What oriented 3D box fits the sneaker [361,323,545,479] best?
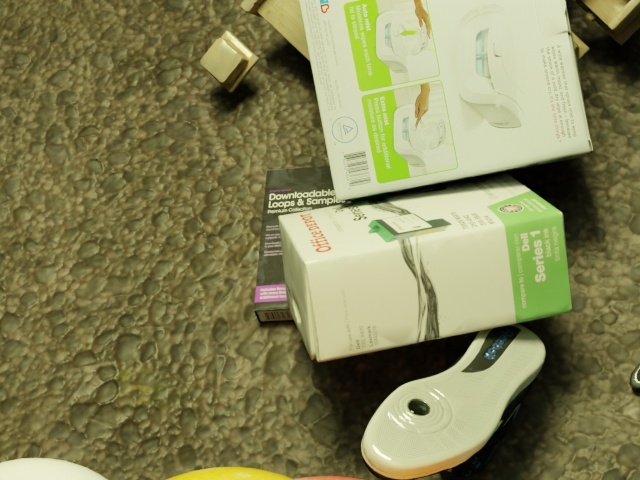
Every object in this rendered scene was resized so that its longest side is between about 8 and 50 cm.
[{"bbox_3d":[0.103,0.162,1.114,0.079,0.121,0.217,35,41,24],"label":"sneaker"}]

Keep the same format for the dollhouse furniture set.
[{"bbox_3d":[0.113,-0.208,1.412,0.303,0.174,0.355,45,105,10],"label":"dollhouse furniture set"}]

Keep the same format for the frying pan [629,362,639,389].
[{"bbox_3d":[0.405,0.003,1.208,0.326,0.053,0.197,-13,55,2],"label":"frying pan"}]

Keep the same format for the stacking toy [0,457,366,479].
[{"bbox_3d":[-0.040,0.246,0.854,0.350,0.480,0.351,-24,47,28],"label":"stacking toy"}]

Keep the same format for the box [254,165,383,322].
[{"bbox_3d":[0.000,0.000,1.318,0.116,0.029,0.162,-4,56,11],"label":"box"}]

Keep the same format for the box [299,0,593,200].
[{"bbox_3d":[0.107,-0.183,1.242,0.231,0.127,0.262,-12,90,7],"label":"box"}]

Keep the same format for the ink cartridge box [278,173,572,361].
[{"bbox_3d":[0.082,0.019,1.180,0.219,0.093,0.160,-10,16,-8],"label":"ink cartridge box"}]
